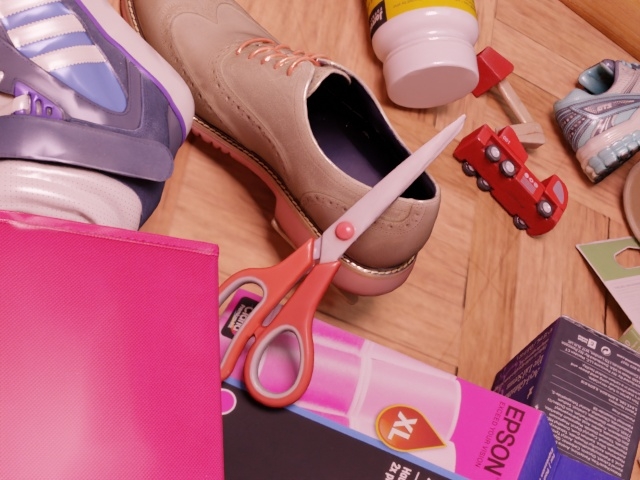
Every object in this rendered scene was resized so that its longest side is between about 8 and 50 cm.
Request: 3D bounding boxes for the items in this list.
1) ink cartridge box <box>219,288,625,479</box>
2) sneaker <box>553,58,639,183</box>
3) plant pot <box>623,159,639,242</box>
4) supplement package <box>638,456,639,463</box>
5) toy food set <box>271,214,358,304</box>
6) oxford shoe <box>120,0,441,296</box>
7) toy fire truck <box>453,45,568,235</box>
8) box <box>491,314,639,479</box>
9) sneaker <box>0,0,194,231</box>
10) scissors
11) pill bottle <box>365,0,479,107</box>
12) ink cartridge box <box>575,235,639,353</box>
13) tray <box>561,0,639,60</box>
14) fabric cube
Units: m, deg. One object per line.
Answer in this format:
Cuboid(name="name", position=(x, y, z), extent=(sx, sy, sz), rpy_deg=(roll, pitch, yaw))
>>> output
Cuboid(name="ink cartridge box", position=(0.055, 0.183, 0.860), extent=(0.370, 0.069, 0.176), rpy_deg=(22, 55, 11))
Cuboid(name="sneaker", position=(0.394, -0.185, 1.319), extent=(0.283, 0.110, 0.122), rpy_deg=(-32, 82, -40))
Cuboid(name="plant pot", position=(0.514, -0.075, 1.282), extent=(0.274, 0.256, 0.257), rpy_deg=(-18, 80, -24))
Cuboid(name="supplement package", position=(0.476, 0.316, 1.137), extent=(0.133, 0.139, 0.244), rpy_deg=(-14, 77, -37))
Cuboid(name="toy food set", position=(0.028, -0.030, 1.060), extent=(0.132, 0.038, 0.192), rpy_deg=(48, 51, -11))
Cuboid(name="oxford shoe", position=(-0.031, -0.139, 0.968), extent=(0.397, 0.146, 0.140), rpy_deg=(46, 53, 12))
Cuboid(name="toy fire truck", position=(0.218, -0.113, 1.210), extent=(0.192, 0.047, 0.135), rpy_deg=(45, 52, -10))
Cuboid(name="box", position=(0.213, 0.202, 0.994), extent=(0.108, 0.153, 0.207), rpy_deg=(28, 56, -1))
Cuboid(name="sneaker", position=(-0.264, -0.115, 0.845), extent=(0.323, 0.130, 0.236), rpy_deg=(40, 50, -19))
Cuboid(name="scissors", position=(0.000, 0.000, 0.859), extent=(0.109, 0.021, 0.297), rpy_deg=(31, 88, 14))
Cuboid(name="pill bottle", position=(0.109, -0.259, 1.155), extent=(0.119, 0.119, 0.209), rpy_deg=(6, 67, -31))
Cuboid(name="ink cartridge box", position=(0.408, 0.099, 1.241), extent=(0.171, 0.056, 0.235), rpy_deg=(-7, 50, -35))
Cuboid(name="tray", position=(0.507, -0.316, 1.467), extent=(0.411, 0.076, 0.203), rpy_deg=(31, 57, -19))
Cuboid(name="fabric cube", position=(-0.225, 0.147, 0.683), extent=(0.254, 0.259, 0.258), rpy_deg=(8, 64, -29))
